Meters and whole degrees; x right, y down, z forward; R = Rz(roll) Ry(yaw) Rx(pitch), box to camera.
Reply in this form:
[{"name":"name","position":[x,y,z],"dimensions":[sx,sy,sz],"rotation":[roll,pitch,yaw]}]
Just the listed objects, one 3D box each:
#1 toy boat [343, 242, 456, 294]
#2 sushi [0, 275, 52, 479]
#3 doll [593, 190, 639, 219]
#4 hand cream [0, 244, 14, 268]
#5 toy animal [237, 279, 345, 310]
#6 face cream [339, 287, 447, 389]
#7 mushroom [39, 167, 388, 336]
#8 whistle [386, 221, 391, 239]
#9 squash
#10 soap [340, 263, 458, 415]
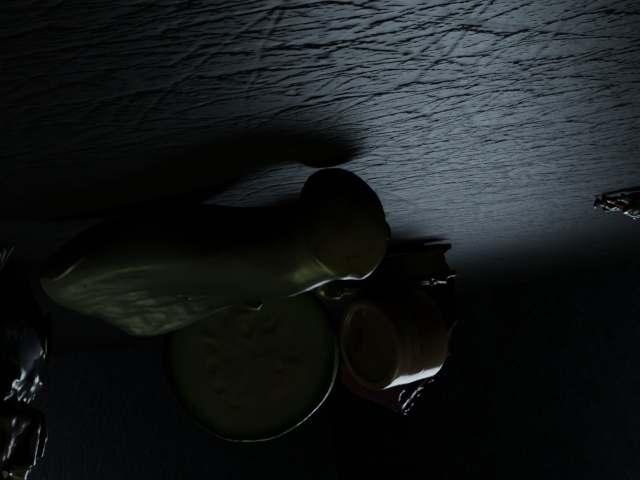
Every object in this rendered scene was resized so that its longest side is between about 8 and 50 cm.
[{"name":"toy boat","position":[0.099,0.049,2.203],"dimensions":[0.226,0.068,0.088],"rotation":[-10,180,5]},{"name":"sushi","position":[-0.483,0.192,1.653],"dimensions":[0.328,0.285,0.329],"rotation":[-6,175,-22]},{"name":"doll","position":[0.426,-0.048,1.876],"dimensions":[0.114,0.039,0.057],"rotation":[3,138,-12]},{"name":"hand cream","position":[-0.432,0.043,1.400],"dimensions":[0.248,0.052,0.075],"rotation":[-5,174,-36]},{"name":"toy animal","position":[-0.020,0.007,1.570],"dimensions":[0.219,0.103,0.101],"rotation":[-7,152,26]},{"name":"face cream","position":[0.114,0.154,2.202],"dimensions":[0.104,0.149,0.149],"rotation":[-10,176,-37]},{"name":"mushroom","position":[-0.094,0.016,1.313],"dimensions":[0.329,0.122,0.159],"rotation":[-13,-178,34]},{"name":"whistle","position":[0.000,0.000,1.734],"dimensions":[0.176,0.033,0.033],"rotation":[-9,174,-9]},{"name":"squash","position":[-0.099,0.177,2.211],"dimensions":[0.263,0.263,0.384],"rotation":[-9,175,0]},{"name":"soap","position":[0.142,0.147,2.406],"dimensions":[0.182,0.112,0.289],"rotation":[27,-131,21]}]
